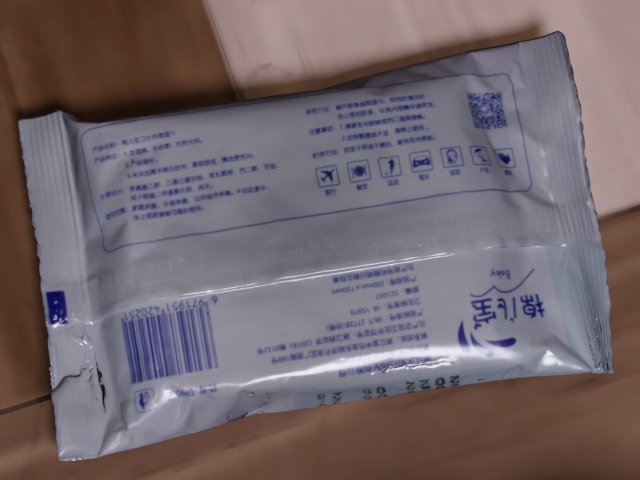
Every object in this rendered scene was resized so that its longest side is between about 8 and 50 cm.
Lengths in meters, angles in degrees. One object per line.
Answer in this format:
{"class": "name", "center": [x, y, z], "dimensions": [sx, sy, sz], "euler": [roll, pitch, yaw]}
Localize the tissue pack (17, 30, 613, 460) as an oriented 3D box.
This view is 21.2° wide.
{"class": "tissue pack", "center": [0.000, 0.000, 0.578], "dimensions": [0.193, 0.026, 0.122], "euler": [-9, 73, -4]}
